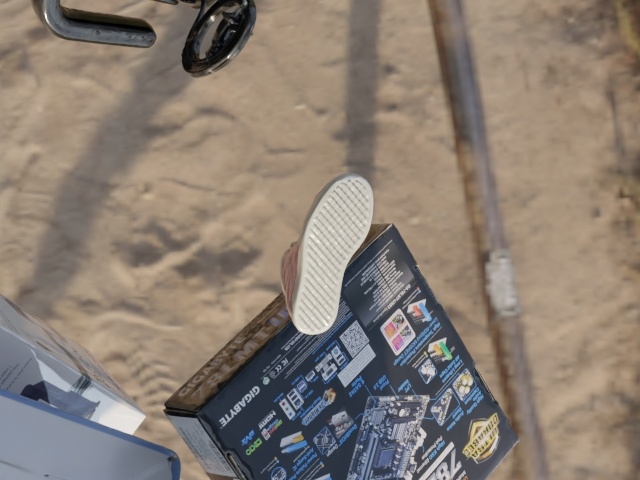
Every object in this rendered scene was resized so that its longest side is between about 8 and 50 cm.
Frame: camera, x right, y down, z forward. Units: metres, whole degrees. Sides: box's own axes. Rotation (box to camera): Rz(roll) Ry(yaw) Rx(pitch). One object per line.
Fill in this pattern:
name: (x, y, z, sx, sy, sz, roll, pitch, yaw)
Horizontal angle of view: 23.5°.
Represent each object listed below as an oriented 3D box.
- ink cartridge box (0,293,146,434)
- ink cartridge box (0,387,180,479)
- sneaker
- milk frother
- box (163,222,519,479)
ink cartridge box: (-0.326, 0.139, 1.660, 0.100, 0.172, 0.237, -51, 131, -1)
ink cartridge box: (-0.349, 0.305, 1.541, 0.270, 0.395, 0.151, 24, 49, -20)
sneaker: (0.000, 0.000, 1.207, 0.051, 0.070, 0.134, 10, 112, -17)
milk frother: (-0.125, -0.187, 1.063, 0.135, 0.143, 0.129, 6, 101, -33)
box: (0.032, 0.183, 1.528, 0.295, 0.073, 0.293, -44, 115, -28)
